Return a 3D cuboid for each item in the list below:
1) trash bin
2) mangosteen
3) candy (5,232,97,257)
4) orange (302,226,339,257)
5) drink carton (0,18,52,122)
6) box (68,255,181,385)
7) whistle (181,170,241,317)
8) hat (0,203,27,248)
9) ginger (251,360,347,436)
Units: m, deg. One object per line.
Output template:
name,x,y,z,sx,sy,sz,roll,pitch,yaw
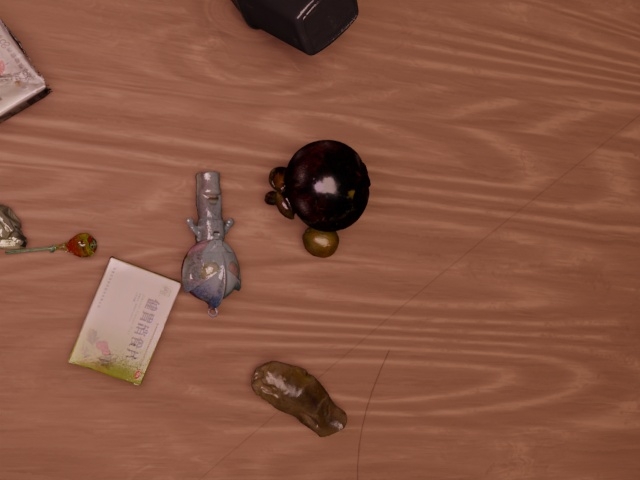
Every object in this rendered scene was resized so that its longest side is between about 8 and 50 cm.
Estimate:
trash bin,-0.070,-0.575,1.652,0.209,0.290,0.182,-43,148,-12
mangosteen,-0.011,-0.126,1.718,0.265,0.228,0.228,-14,98,13
candy,-0.615,0.018,1.618,0.200,0.060,0.061,-5,94,-10
orange,0.000,0.000,1.783,0.095,0.085,0.085,22,86,-19
drink carton,-0.768,-0.319,1.508,0.324,0.132,0.194,-35,102,-11
box,-0.459,0.188,1.663,0.175,0.062,0.261,23,85,-17
whistle,-0.264,0.010,1.690,0.142,0.133,0.347,-3,84,-14
hat,-0.746,-0.027,1.569,0.166,0.081,0.122,-12,133,-1
ginger,-0.051,0.390,1.774,0.263,0.109,0.116,40,54,-15
